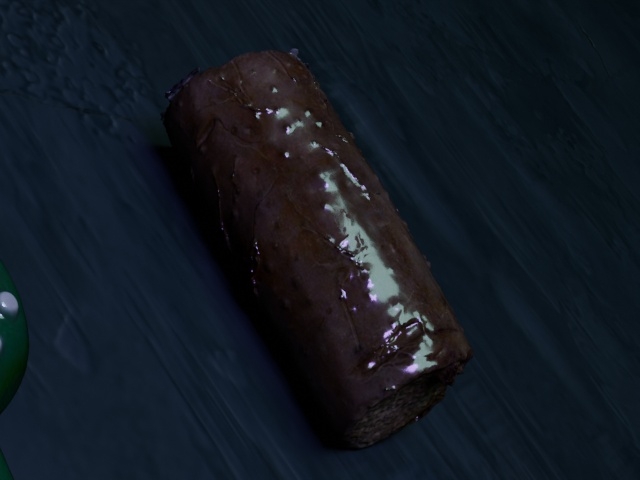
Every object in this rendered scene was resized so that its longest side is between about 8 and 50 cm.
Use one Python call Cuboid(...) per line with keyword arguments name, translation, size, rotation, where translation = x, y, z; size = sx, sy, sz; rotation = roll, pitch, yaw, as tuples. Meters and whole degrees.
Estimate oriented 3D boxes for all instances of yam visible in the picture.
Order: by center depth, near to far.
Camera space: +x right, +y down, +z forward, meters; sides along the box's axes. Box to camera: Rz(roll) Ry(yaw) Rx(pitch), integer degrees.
Cuboid(name="yam", translation=(0.000, -0.001, 0.974), size=(0.131, 0.131, 0.280), rotation=(-7, 61, -50))

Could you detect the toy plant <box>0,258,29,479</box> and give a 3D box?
Cuboid(name="toy plant", translation=(-0.241, 0.059, 0.654), size=(0.232, 0.112, 0.243), rotation=(12, 47, -41))
